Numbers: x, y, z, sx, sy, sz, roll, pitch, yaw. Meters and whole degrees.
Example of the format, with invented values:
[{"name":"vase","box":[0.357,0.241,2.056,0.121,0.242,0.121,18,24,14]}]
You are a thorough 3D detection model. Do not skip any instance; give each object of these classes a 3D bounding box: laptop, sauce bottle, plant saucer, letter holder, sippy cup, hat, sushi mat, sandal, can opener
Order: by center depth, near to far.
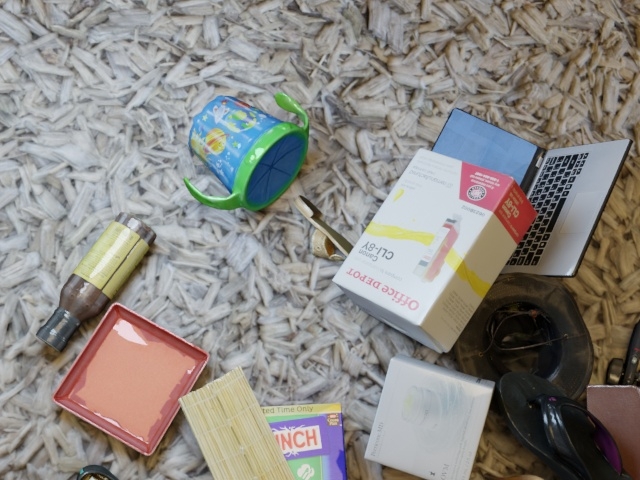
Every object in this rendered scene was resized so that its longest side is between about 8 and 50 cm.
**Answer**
[{"name":"sandal","box":[0.542,0.426,1.646,0.168,0.107,0.445,-22,59,-33]},{"name":"sushi mat","box":[-0.166,0.434,1.683,0.152,0.019,0.316,-26,73,-8]},{"name":"letter holder","box":[0.698,0.463,1.722,0.215,0.152,0.301,-7,75,38]},{"name":"plant saucer","box":[-0.421,0.310,1.817,0.259,0.047,0.259,28,71,6]},{"name":"sauce bottle","box":[-0.516,0.094,1.850,0.111,0.111,0.344,33,71,7]},{"name":"hat","box":[0.450,0.238,1.851,0.332,0.134,0.331,0,86,1]},{"name":"can opener","box":[0.737,0.266,1.911,0.073,0.059,0.186,27,72,6]},{"name":"sippy cup","box":[-0.186,-0.225,1.938,0.224,0.240,0.305,36,33,19]},{"name":"laptop","box":[0.453,-0.132,1.941,0.236,0.408,0.381,38,70,-26]},{"name":"sandal","box":[0.003,0.000,1.954,0.079,0.088,0.240,-47,71,15]}]

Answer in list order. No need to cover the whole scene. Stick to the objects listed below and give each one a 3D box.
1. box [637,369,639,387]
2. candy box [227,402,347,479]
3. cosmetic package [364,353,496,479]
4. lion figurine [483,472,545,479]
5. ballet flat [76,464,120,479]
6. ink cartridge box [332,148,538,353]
[{"name":"box","box":[0.819,0.422,1.864,0.184,0.059,0.232,14,71,0]},{"name":"candy box","box":[-0.075,0.515,1.732,0.268,0.122,0.317,-3,70,-3]},{"name":"cosmetic package","box":[0.236,0.385,1.740,0.225,0.138,0.223,15,90,15]},{"name":"lion figurine","box":[0.499,0.616,1.656,0.142,0.240,0.392,-28,70,-27]},{"name":"ballet flat","box":[-0.407,0.576,1.701,0.280,0.096,0.095,34,72,7]},{"name":"ink cartridge box","box":[0.253,0.017,1.816,0.279,0.160,0.384,26,78,42]}]
